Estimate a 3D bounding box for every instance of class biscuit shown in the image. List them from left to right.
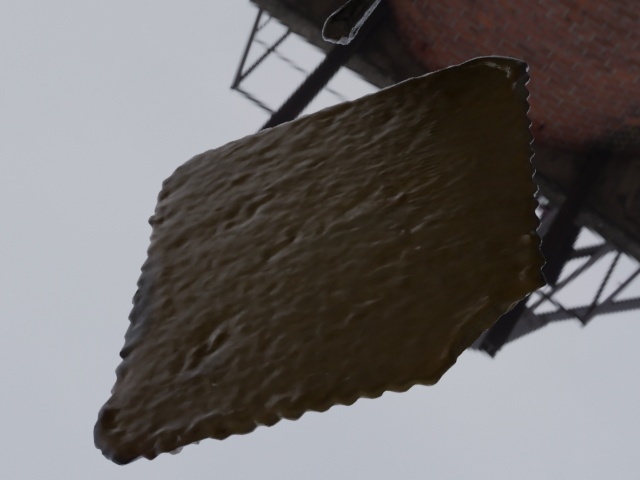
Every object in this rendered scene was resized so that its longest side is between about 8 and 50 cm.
[{"bbox_3d":[0.000,0.000,0.585,0.237,0.013,0.232,-17,-141,21],"label":"biscuit"}]

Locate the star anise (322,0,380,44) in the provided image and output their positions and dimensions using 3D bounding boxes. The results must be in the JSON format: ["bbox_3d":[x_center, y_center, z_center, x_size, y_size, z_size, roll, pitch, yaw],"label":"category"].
[{"bbox_3d":[0.026,-0.247,0.708,0.209,0.089,0.231,-27,-74,-52],"label":"star anise"}]
